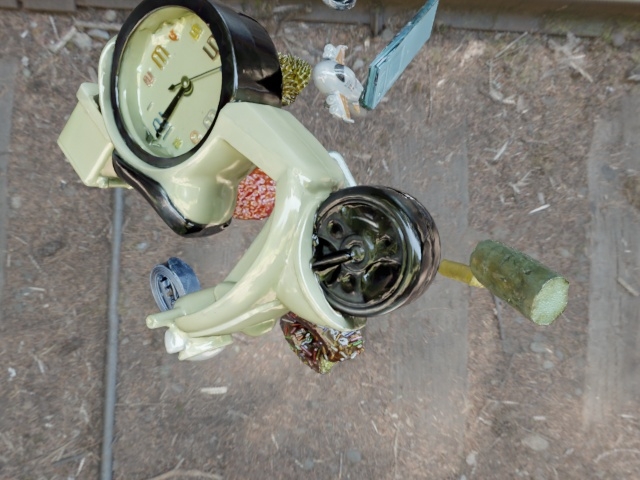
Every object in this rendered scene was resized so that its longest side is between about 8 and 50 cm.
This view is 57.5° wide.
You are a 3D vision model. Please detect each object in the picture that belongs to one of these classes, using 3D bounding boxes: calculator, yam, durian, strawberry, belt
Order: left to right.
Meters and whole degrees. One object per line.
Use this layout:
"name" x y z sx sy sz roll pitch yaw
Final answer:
"belt" -0.425 0.144 1.724 0.142 0.082 0.190 -15 98 35
"strawberry" -0.158 -0.123 1.279 0.236 0.175 0.106 -15 126 -21
"durian" -0.095 -0.403 1.465 0.145 0.252 0.139 0 116 -24
"calculator" 0.085 -0.197 0.607 0.018 0.057 0.172 27 52 12
"yam" 0.393 0.076 1.171 0.107 0.194 0.107 -13 120 -24

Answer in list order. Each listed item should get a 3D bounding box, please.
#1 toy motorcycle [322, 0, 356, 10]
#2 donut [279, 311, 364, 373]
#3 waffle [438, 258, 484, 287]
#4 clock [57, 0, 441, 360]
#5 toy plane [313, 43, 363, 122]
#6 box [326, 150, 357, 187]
"toy motorcycle" 0.019 -0.493 0.996 0.151 0.074 0.228 -26 79 -24
"donut" -0.010 0.204 1.320 0.096 0.230 0.216 -35 96 -28
"waffle" 0.485 0.110 1.642 0.248 0.221 0.055 13 92 -13
"clock" -0.091 -0.043 0.543 0.276 0.120 0.379 -45 68 27
"toy plane" 0.069 -0.465 1.730 0.118 0.245 0.244 -10 87 32
"box" 0.007 -0.084 1.639 0.175 0.182 0.311 -38 112 -22
